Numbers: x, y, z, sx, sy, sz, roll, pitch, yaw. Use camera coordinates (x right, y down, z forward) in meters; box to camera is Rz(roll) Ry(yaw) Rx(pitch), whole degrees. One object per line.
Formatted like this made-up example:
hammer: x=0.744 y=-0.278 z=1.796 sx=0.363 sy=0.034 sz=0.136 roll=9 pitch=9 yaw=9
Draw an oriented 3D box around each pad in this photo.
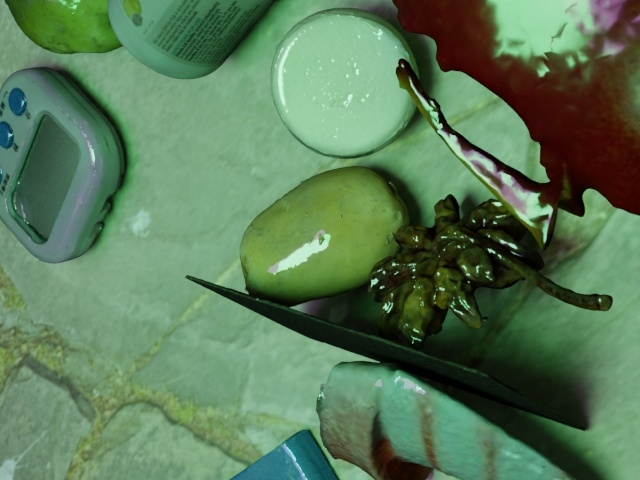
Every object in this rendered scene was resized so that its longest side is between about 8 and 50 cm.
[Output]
pad: x=0.056 y=0.100 z=1.116 sx=0.330 sy=0.220 sz=0.004 roll=16 pitch=80 yaw=36

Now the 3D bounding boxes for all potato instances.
potato: x=-0.276 y=-0.309 z=1.306 sx=0.197 sy=0.148 sz=0.229 roll=-156 pitch=53 yaw=-64
potato: x=0.000 y=0.000 z=1.178 sx=0.178 sy=0.109 sz=0.119 roll=-27 pitch=65 yaw=15

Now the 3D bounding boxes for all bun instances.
bun: x=0.023 y=-0.149 z=1.137 sx=0.138 sy=0.094 sz=0.138 roll=1 pitch=110 yaw=2

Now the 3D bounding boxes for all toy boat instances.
toy boat: x=0.139 y=0.196 z=1.116 sx=0.282 sy=0.096 sz=0.206 roll=21 pitch=149 yaw=23

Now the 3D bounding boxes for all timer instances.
timer: x=-0.317 y=-0.088 z=1.455 sx=0.191 sy=0.069 sz=0.208 roll=46 pitch=126 yaw=21

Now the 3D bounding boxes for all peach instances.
peach: x=0.212 y=-0.209 z=0.795 sx=0.406 sy=0.335 sz=0.310 roll=58 pitch=134 yaw=17

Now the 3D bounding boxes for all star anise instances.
star anise: x=0.139 y=0.014 z=1.045 sx=0.233 sy=0.177 sz=0.073 roll=-12 pitch=130 yaw=28

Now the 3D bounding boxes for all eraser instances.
eraser: x=-0.082 y=0.338 z=1.396 sx=0.312 sy=0.042 sz=0.144 roll=-39 pitch=77 yaw=40

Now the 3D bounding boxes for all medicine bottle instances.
medicine bottle: x=-0.100 y=-0.265 z=1.176 sx=0.215 sy=0.135 sz=0.135 roll=-44 pitch=73 yaw=39
